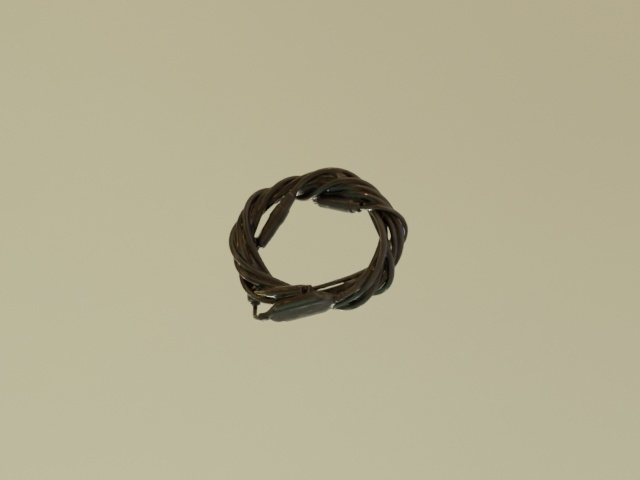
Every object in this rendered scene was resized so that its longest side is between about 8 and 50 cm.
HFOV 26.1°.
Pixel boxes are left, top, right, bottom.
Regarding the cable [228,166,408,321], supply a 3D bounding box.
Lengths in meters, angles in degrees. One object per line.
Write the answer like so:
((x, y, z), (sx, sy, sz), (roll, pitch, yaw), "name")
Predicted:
((0.000, 0.000, 1.392), (0.184, 0.047, 0.151), (-17, -114, 17), "cable")
